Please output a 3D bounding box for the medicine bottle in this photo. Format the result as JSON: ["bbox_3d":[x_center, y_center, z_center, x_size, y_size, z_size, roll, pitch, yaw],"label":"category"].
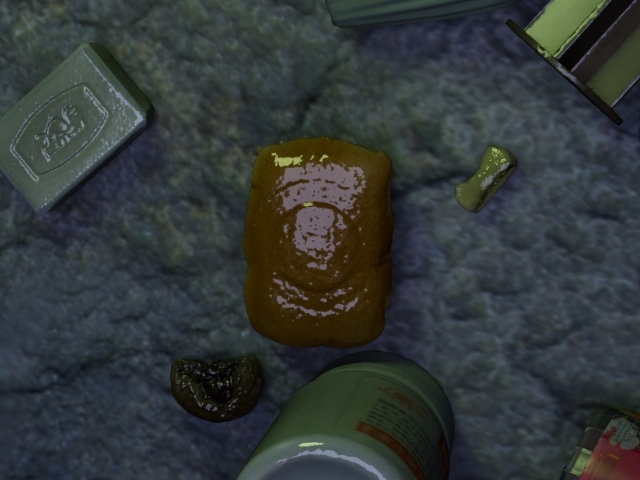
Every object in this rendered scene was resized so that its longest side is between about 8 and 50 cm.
[{"bbox_3d":[0.034,0.258,1.817,0.211,0.371,0.211,2,101,10],"label":"medicine bottle"}]

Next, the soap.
[{"bbox_3d":[-0.295,-0.131,1.952,0.183,0.064,0.121,-40,90,14],"label":"soap"}]

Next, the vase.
[{"bbox_3d":[0.121,-0.298,1.821,0.248,0.128,0.128,-14,99,21],"label":"vase"}]

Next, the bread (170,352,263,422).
[{"bbox_3d":[-0.124,0.179,1.988,0.113,0.060,0.082,-8,97,10],"label":"bread"}]

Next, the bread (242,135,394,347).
[{"bbox_3d":[0.000,0.000,1.900,0.174,0.121,0.245,6,100,10],"label":"bread"}]

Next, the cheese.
[{"bbox_3d":[0.186,-0.071,1.900,0.044,0.030,0.083,47,111,20],"label":"cheese"}]

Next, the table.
[{"bbox_3d":[0.334,-0.260,1.773,0.167,0.167,0.226,42,99,-1],"label":"table"}]

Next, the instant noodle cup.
[{"bbox_3d":[0.358,0.300,1.850,0.182,0.258,0.302,25,74,18],"label":"instant noodle cup"}]
